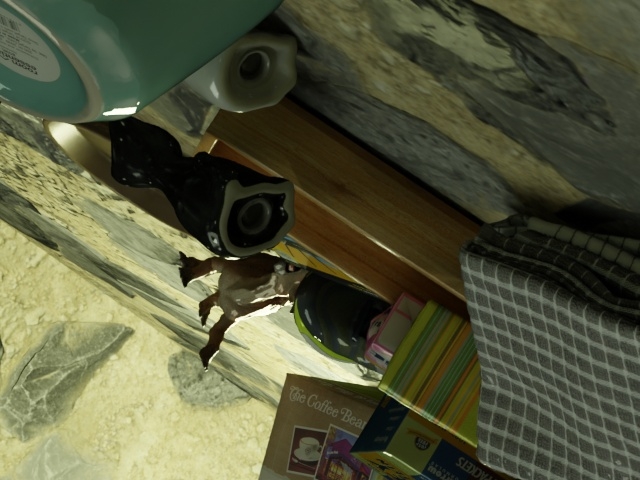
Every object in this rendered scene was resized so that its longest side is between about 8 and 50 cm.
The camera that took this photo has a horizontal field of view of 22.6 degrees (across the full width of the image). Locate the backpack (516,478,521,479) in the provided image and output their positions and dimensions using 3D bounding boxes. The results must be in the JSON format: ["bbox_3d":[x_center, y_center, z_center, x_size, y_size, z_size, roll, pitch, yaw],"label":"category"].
[{"bbox_3d":[0.228,0.383,1.704,0.273,0.355,0.290,51,-157,-13],"label":"backpack"}]

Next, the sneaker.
[{"bbox_3d":[0.101,0.119,1.907,0.300,0.111,0.121,30,163,-24],"label":"sneaker"}]

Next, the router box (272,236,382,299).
[{"bbox_3d":[0.000,0.000,1.788,0.179,0.046,0.133,21,163,42],"label":"router box"}]

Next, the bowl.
[{"bbox_3d":[-0.193,-0.200,1.135,0.311,0.163,0.311,27,158,12],"label":"bowl"}]

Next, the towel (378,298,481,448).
[{"bbox_3d":[0.178,0.157,1.516,0.237,0.102,0.021,32,-170,2],"label":"towel"}]

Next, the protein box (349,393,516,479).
[{"bbox_3d":[0.155,0.183,1.752,0.136,0.201,0.200,33,167,-4],"label":"protein box"}]

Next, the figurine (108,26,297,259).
[{"bbox_3d":[-0.121,-0.117,1.387,0.209,0.092,0.215,26,124,42],"label":"figurine"}]

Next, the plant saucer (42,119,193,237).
[{"bbox_3d":[-0.223,-0.086,2.013,0.278,0.041,0.278,31,168,7],"label":"plant saucer"}]

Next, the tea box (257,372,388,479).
[{"bbox_3d":[0.141,0.331,2.099,0.323,0.220,0.329,15,-179,-41],"label":"tea box"}]

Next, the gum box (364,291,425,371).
[{"bbox_3d":[0.132,0.127,1.588,0.188,0.062,0.107,31,167,3],"label":"gum box"}]

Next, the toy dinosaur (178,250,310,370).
[{"bbox_3d":[-0.069,0.057,2.046,0.296,0.200,0.127,-106,1,-76],"label":"toy dinosaur"}]

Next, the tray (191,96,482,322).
[{"bbox_3d":[0.069,-0.003,1.556,0.411,0.076,0.203,32,167,-5],"label":"tray"}]

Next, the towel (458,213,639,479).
[{"bbox_3d":[0.237,0.115,1.315,0.283,0.121,0.235,21,135,46],"label":"towel"}]
